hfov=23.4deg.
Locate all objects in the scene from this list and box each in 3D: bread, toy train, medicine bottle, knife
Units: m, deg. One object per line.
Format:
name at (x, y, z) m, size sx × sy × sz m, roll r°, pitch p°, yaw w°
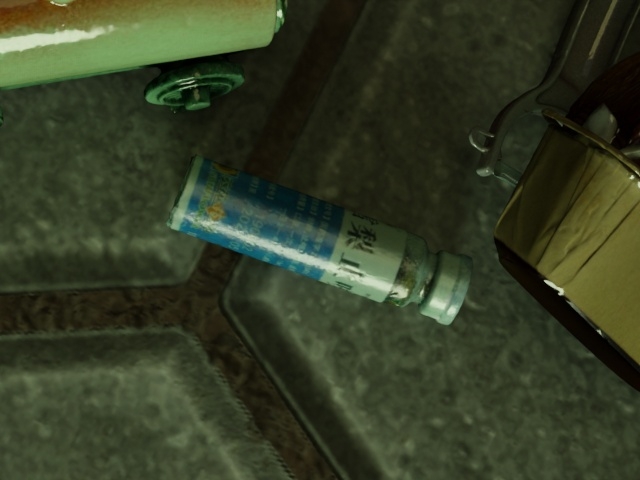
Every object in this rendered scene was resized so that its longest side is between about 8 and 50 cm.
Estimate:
bread at (0.230, -0.020, 0.957) m, size 0.224 × 0.142 × 0.212 m, roll 41°, pitch 90°, yaw -25°
toy train at (-0.153, -0.130, 0.904) m, size 0.285 × 0.177 × 0.116 m, roll -9°, pitch 84°, yaw -11°
medicine bottle at (0.000, 0.000, 0.974) m, size 0.191 × 0.051 × 0.051 m, roll 20°, pitch 79°, yaw -5°
knife at (0.183, -0.149, 1.018) m, size 0.123 × 0.053 × 0.278 m, roll 29°, pitch 79°, yaw -33°
